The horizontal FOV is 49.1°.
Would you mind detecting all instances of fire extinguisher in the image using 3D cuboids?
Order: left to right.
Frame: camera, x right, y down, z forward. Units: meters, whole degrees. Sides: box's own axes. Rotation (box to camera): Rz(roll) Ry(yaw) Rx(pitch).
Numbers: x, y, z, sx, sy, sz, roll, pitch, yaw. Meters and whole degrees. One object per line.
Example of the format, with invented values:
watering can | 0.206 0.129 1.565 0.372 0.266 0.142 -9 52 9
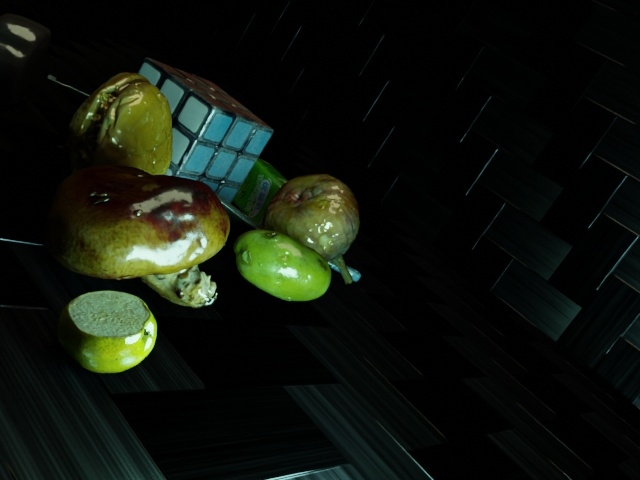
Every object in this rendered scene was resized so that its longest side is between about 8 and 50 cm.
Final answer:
fire extinguisher | -0.618 -0.233 1.800 0.078 0.045 0.157 8 6 21

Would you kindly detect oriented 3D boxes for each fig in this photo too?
fig | 0.000 0.000 2.056 0.368 0.286 0.286 67 -7 -33

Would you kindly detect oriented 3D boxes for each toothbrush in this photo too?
toothbrush | -0.828 -0.510 2.337 0.167 0.014 0.011 24 8 -33

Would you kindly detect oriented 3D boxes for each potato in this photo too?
potato | -0.097 0.064 1.717 0.253 0.148 0.186 25 -10 -2

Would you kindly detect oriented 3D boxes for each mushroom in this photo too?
mushroom | -0.352 -0.001 1.329 0.346 0.259 0.345 4 19 -1

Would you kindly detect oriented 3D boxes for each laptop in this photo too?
laptop | -0.213 -0.032 1.852 0.207 0.026 0.154 35 -24 15

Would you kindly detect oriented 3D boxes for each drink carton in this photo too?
drink carton | -0.184 -0.155 2.229 0.108 0.161 0.271 19 19 -45

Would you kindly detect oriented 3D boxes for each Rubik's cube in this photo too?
Rubik's cube | -0.376 -0.290 1.987 0.304 0.301 0.305 39 16 26

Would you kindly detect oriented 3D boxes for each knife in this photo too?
knife | 0.017 0.064 2.217 0.244 0.032 0.058 27 16 -6

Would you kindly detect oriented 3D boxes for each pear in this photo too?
pear | -0.317 0.145 1.040 0.141 0.104 0.141 8 26 -4

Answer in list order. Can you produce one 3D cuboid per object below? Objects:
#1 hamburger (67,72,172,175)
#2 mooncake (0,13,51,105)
hamburger | -0.444 -0.232 1.608 0.158 0.318 0.318 23 12 10
mooncake | -0.802 -0.470 1.820 0.133 0.244 0.245 24 16 -21
